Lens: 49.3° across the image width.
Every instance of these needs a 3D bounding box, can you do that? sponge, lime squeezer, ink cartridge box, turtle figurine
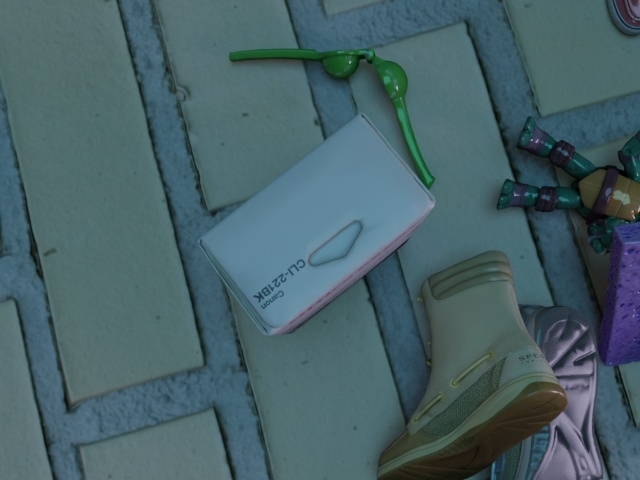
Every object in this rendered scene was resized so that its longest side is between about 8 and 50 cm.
[{"bbox_3d":[0.380,0.058,0.781,0.117,0.210,0.031,-12,42,2],"label":"sponge"},{"bbox_3d":[0.038,-0.197,0.889,0.310,0.059,0.110,33,115,3],"label":"lime squeezer"},{"bbox_3d":[0.000,0.000,0.746,0.197,0.273,0.114,-38,84,-3],"label":"ink cartridge box"},{"bbox_3d":[0.339,-0.057,0.824,0.234,0.118,0.175,18,74,14],"label":"turtle figurine"}]

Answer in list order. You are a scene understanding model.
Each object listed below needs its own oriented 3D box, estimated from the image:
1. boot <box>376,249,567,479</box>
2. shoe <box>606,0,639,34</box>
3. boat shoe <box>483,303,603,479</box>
[{"bbox_3d":[0.146,0.154,0.806,0.095,0.262,0.204,17,43,-27],"label":"boot"},{"bbox_3d":[0.407,-0.356,0.874,0.063,0.081,0.178,6,83,2],"label":"shoe"},{"bbox_3d":[0.248,0.234,0.809,0.118,0.103,0.321,2,88,-21],"label":"boat shoe"}]
